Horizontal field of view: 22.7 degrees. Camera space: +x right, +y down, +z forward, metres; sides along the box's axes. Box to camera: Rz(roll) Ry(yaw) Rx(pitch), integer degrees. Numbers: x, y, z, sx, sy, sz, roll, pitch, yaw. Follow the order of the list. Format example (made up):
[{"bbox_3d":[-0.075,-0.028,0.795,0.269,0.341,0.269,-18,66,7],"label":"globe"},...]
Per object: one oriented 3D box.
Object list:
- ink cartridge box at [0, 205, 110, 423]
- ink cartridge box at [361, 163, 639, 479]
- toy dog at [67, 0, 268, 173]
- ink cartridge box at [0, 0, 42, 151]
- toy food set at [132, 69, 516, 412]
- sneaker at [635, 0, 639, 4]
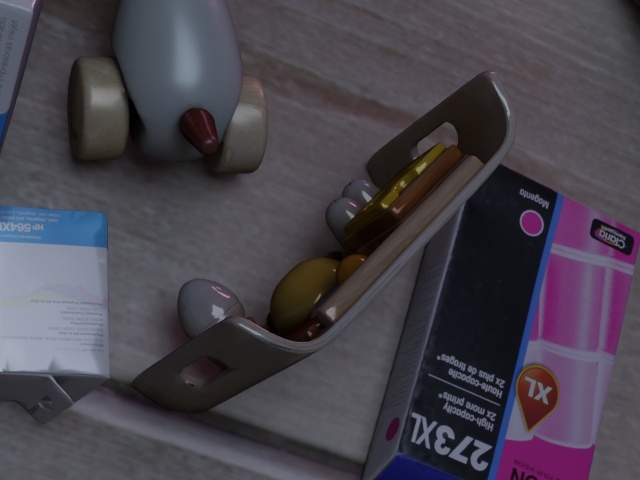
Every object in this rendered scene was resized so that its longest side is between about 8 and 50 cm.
[{"bbox_3d":[-0.210,0.057,1.168,0.090,0.092,0.143,5,70,-23],"label":"ink cartridge box"},{"bbox_3d":[0.149,0.124,1.336,0.176,0.069,0.371,25,66,-16],"label":"ink cartridge box"},{"bbox_3d":[-0.105,-0.190,1.206,0.220,0.161,0.333,-21,112,-17],"label":"toy dog"},{"bbox_3d":[-0.316,-0.162,1.100,0.233,0.171,0.168,15,36,-10],"label":"ink cartridge box"},{"bbox_3d":[0.000,0.000,1.213,0.092,0.220,0.306,47,60,-4],"label":"toy food set"},{"bbox_3d":[0.376,-0.254,1.499,0.127,0.182,0.315,-25,85,-31],"label":"sneaker"}]
